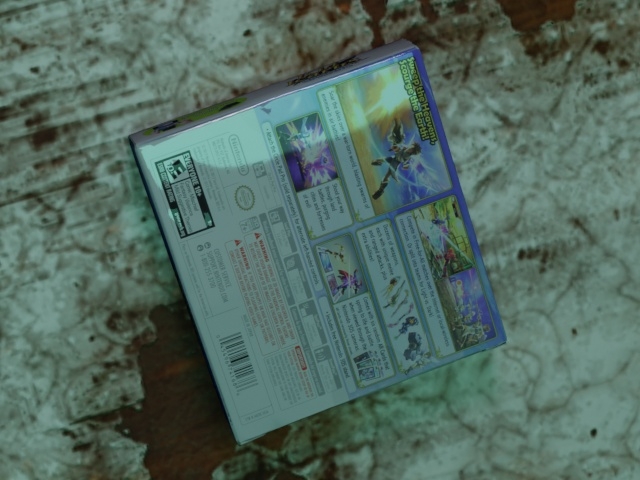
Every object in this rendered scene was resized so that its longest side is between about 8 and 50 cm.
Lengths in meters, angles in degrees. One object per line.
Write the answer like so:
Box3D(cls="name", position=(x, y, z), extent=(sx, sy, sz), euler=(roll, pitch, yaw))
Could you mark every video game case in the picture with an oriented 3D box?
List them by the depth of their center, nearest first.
Box3D(cls="video game case", position=(0.000, 0.000, 1.586), extent=(0.244, 0.061, 0.269), euler=(-20, 106, -7))
